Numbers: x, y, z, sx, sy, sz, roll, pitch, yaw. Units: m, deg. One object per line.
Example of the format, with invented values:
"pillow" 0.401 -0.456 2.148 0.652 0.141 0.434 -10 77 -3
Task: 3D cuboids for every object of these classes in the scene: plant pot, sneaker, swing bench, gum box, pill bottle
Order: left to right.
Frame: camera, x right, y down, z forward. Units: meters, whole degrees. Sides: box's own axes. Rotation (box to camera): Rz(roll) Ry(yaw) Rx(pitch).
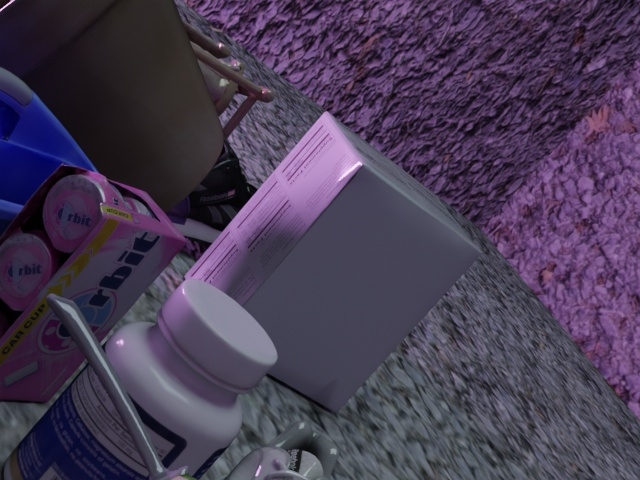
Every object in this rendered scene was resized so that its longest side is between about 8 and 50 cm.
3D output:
"gum box" -0.196 0.033 0.922 0.062 0.188 0.107 47 12 25
"plant pot" -0.255 -0.162 1.282 0.280 0.323 0.323 55 4 -29
"swing bench" -0.237 -0.238 1.621 0.253 0.165 0.255 30 15 -37
"pill bottle" -0.120 0.122 0.849 0.112 0.187 0.112 40 11 -10
"sneaker" -0.122 -0.064 1.553 0.283 0.124 0.107 9 30 -49
"sneaker" -0.052 0.214 0.913 0.110 0.118 0.292 43 13 -2

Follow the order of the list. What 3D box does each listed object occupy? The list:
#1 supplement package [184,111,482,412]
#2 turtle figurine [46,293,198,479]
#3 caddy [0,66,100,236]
"supplement package" 0.012 0.029 1.428 0.204 0.262 0.145 34 14 -32
"turtle figurine" -0.107 0.182 0.659 0.266 0.198 0.275 38 15 -37
"caddy" -0.307 -0.069 0.964 0.241 0.179 0.341 48 13 25
